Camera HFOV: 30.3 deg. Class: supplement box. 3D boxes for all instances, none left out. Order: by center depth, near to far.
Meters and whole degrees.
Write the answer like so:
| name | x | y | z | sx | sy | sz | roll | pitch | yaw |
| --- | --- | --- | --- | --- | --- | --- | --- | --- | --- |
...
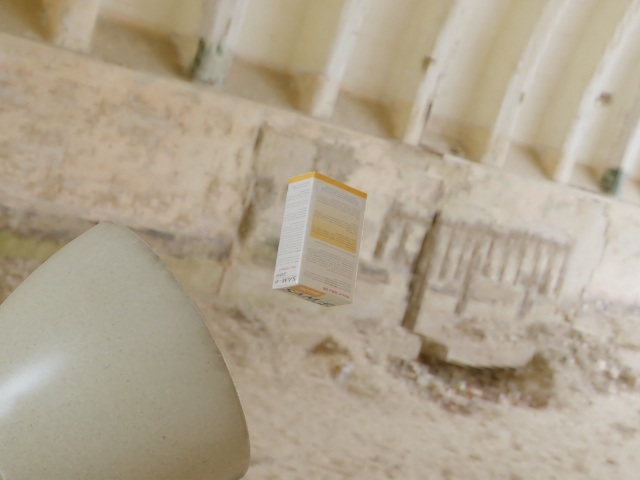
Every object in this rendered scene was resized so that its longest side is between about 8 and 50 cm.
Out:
| name | x | y | z | sx | sy | sz | roll | pitch | yaw |
| --- | --- | --- | --- | --- | --- | --- | --- | --- | --- |
| supplement box | 0.000 | 0.000 | 0.981 | 0.062 | 0.098 | 0.036 | 22 | -21 | -36 |

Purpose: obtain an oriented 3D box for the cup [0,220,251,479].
| name | x | y | z | sx | sy | sz | roll | pitch | yaw |
| --- | --- | --- | --- | --- | --- | --- | --- | --- | --- |
| cup | -0.267 | 0.175 | 1.290 | 0.237 | 0.331 | 0.331 | -27 | 30 | -26 |
